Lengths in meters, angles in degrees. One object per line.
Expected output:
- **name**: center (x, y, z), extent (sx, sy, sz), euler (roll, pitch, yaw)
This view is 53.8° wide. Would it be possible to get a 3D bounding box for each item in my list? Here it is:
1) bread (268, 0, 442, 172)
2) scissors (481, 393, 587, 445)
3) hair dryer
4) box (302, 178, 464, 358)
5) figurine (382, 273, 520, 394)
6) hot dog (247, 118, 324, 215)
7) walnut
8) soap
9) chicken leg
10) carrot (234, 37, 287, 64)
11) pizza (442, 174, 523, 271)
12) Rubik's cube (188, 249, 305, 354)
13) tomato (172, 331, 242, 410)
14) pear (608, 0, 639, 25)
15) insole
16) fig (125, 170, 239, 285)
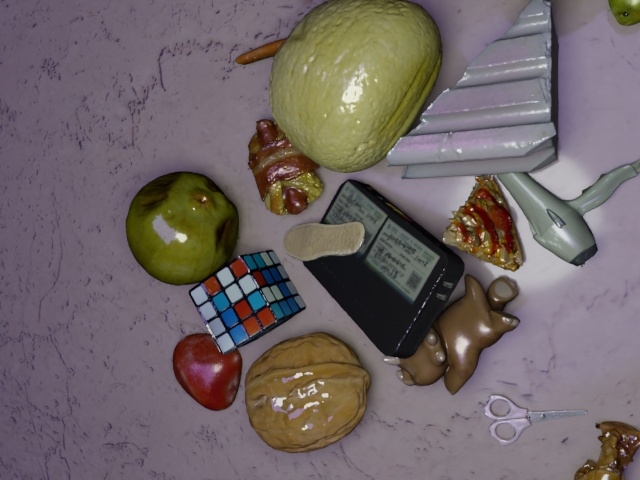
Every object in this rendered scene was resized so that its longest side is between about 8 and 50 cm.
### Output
- **bread**: center (0.073, -0.275, 1.113), extent (0.237, 0.320, 0.321), euler (36, 107, 31)
- **scissors**: center (0.404, 0.333, 1.192), extent (0.188, 0.015, 0.100), euler (-12, 91, 20)
- **hair dryer**: center (0.427, -0.096, 1.123), extent (0.218, 0.088, 0.225), euler (32, 92, 21)
- **box**: center (0.101, 0.040, 1.171), extent (0.211, 0.058, 0.350), euler (-60, 39, 14)
- **figurine**: center (0.221, 0.159, 1.164), extent (0.173, 0.177, 0.247), euler (35, 119, -3)
- **hot dog**: center (-0.082, -0.153, 1.300), extent (0.146, 0.103, 0.213), euler (-32, 81, 22)
- **walnut**: center (-0.025, 0.298, 1.254), extent (0.257, 0.257, 0.225), euler (-27, 52, 22)
- **soap**: center (0.271, -0.251, 1.115), extent (0.302, 0.159, 0.258), euler (-1, 82, 29)
- **chicken leg**: center (0.500, 0.531, 1.113), extent (0.295, 0.182, 0.410), euler (23, 87, 10)
- **carrot**: center (-0.099, -0.400, 1.326), extent (0.190, 0.037, 0.037), euler (-5, 92, 26)
- **pizza**: center (0.288, -0.023, 1.111), extent (0.062, 0.198, 0.188), euler (-27, 82, 48)
- **Rubik's cube**: center (-0.151, 0.126, 1.326), extent (0.155, 0.151, 0.154), euler (-33, 81, 21)
- **tomato**: center (-0.271, 0.300, 1.425), extent (0.174, 0.082, 0.167), euler (19, 102, 17)
- **pear**: center (0.525, -0.406, 1.043), extent (0.092, 0.092, 0.097), euler (15, 99, 20)
- **insole**: center (0.000, 0.000, 1.256), extent (0.247, 0.011, 0.081), euler (-6, 71, 50)
- **fig**: center (-0.300, -0.009, 1.335), extent (0.239, 0.239, 0.271), euler (48, 132, 12)
